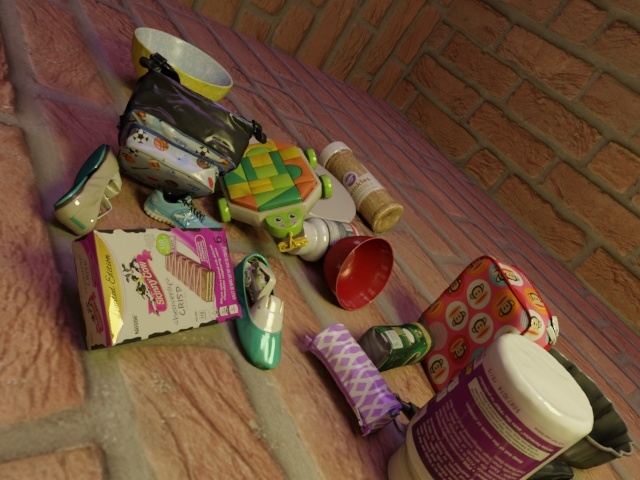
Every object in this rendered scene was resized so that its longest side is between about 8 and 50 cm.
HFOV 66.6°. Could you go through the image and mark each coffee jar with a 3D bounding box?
[{"bbox_3d":[0.159,0.219,1.015,0.184,0.096,0.079,5,41,-47],"label":"coffee jar"}]

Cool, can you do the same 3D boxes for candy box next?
[{"bbox_3d":[-0.239,0.064,0.743,0.233,0.071,0.159,-5,80,-52],"label":"candy box"}]

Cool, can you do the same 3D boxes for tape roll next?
[{"bbox_3d":[-0.074,-0.156,1.398,0.391,0.072,0.392,28,26,-15],"label":"tape roll"}]

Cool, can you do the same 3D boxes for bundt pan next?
[{"bbox_3d":[0.572,0.400,1.178,0.330,0.124,0.331,28,26,-15],"label":"bundt pan"}]

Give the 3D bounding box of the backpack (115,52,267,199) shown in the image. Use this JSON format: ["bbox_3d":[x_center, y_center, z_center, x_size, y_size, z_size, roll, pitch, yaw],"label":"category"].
[{"bbox_3d":[-0.297,-0.205,1.021,0.276,0.213,0.263,32,-14,-23],"label":"backpack"}]

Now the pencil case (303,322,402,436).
[{"bbox_3d":[0.057,0.246,0.869,0.088,0.086,0.206,-16,51,-30],"label":"pencil case"}]

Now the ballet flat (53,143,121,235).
[{"bbox_3d":[-0.412,-0.093,0.892,0.086,0.086,0.249,25,29,-20],"label":"ballet flat"}]

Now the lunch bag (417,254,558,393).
[{"bbox_3d":[0.345,0.206,1.038,0.120,0.293,0.258,20,34,-27],"label":"lunch bag"}]

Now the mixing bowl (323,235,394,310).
[{"bbox_3d":[0.074,0.059,1.128,0.181,0.182,0.098,7,18,-44],"label":"mixing bowl"}]

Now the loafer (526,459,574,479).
[{"bbox_3d":[0.417,0.445,0.967,0.223,0.076,0.078,16,39,-27],"label":"loafer"}]

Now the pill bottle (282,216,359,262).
[{"bbox_3d":[0.000,0.000,1.180,0.180,0.108,0.108,7,38,-44],"label":"pill bottle"}]

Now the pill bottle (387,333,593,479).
[{"bbox_3d":[0.238,0.297,0.742,0.169,0.302,0.169,29,27,-16],"label":"pill bottle"}]

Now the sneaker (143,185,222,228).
[{"bbox_3d":[-0.271,-0.056,0.985,0.162,0.073,0.063,27,27,-17],"label":"sneaker"}]

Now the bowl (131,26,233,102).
[{"bbox_3d":[-0.415,-0.459,1.396,0.289,0.156,0.290,28,27,-16],"label":"bowl"}]

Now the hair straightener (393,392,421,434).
[{"bbox_3d":[0.223,0.358,0.891,0.230,0.047,0.089,33,25,11],"label":"hair straightener"}]

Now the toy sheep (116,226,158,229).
[{"bbox_3d":[-0.290,0.017,0.829,0.132,0.091,0.091,27,26,-29],"label":"toy sheep"}]

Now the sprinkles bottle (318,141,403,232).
[{"bbox_3d":[0.129,-0.184,1.631,0.121,0.121,0.355,5,39,-47],"label":"sprinkles bottle"}]

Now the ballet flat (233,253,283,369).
[{"bbox_3d":[-0.110,0.111,0.881,0.083,0.087,0.247,18,31,-32],"label":"ballet flat"}]

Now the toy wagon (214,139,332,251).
[{"bbox_3d":[-0.109,-0.115,1.130,0.266,0.068,0.345,-15,45,-13],"label":"toy wagon"}]
